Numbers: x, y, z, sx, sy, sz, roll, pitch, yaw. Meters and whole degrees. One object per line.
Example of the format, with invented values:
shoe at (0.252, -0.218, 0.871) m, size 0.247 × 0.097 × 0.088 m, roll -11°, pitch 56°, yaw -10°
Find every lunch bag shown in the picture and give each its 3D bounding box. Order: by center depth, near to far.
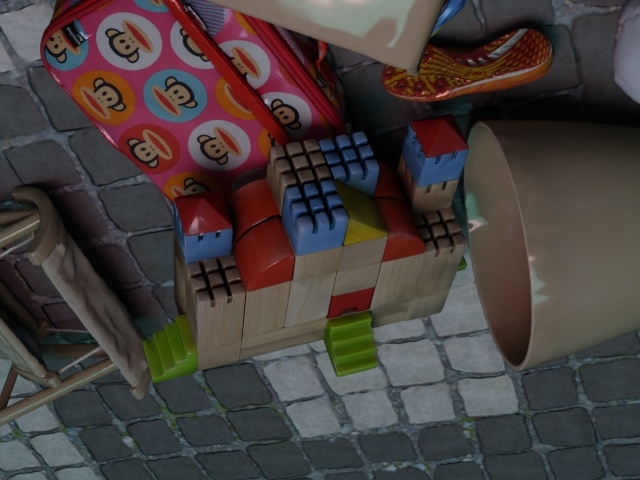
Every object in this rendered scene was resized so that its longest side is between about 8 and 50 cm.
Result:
lunch bag at (-0.106, -0.176, 1.168) m, size 0.258 × 0.120 × 0.293 m, roll -25°, pitch 125°, yaw 24°

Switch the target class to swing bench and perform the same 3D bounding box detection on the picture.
swing bench at (-0.366, 0.082, 1.413) m, size 0.254 × 0.165 × 0.253 m, roll -16°, pitch 127°, yaw 15°

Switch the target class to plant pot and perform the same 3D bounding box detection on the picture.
plant pot at (0.310, -0.017, 1.174) m, size 0.274 × 0.256 × 0.256 m, roll -10°, pitch 132°, yaw -4°

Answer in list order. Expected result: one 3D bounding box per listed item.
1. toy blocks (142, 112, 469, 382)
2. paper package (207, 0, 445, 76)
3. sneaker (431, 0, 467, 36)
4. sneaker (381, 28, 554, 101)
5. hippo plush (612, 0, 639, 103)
toy blocks at (0.000, 0.000, 1.173) m, size 0.381 × 0.191 × 0.261 m, roll -13°, pitch 148°, yaw -14°
paper package at (-0.009, -0.345, 0.920) m, size 0.309 × 0.168 × 0.325 m, roll 18°, pitch 125°, yaw -3°
sneaker at (0.105, -0.248, 1.106) m, size 0.078 × 0.067 × 0.188 m, roll 44°, pitch 129°, yaw -1°
sneaker at (0.149, -0.167, 1.158) m, size 0.175 × 0.064 × 0.067 m, roll -5°, pitch 165°, yaw 13°
hippo plush at (0.364, -0.230, 0.982) m, size 0.236 × 0.294 × 0.234 m, roll 0°, pitch 137°, yaw 41°
